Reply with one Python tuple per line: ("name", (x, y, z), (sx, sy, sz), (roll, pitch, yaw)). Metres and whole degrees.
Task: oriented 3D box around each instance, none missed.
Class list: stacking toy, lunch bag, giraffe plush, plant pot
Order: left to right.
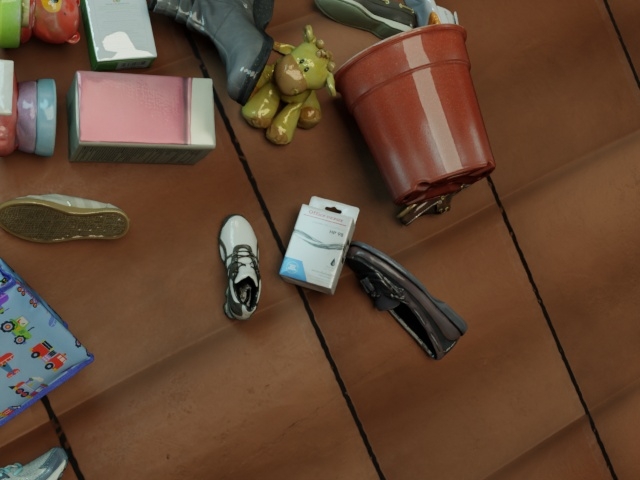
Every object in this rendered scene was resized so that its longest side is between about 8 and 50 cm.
("lunch bag", (-0.542, 0.193, 1.301), (0.293, 0.138, 0.221), (-43, 135, -14))
("stacking toy", (-0.447, -0.290, 1.358), (0.130, 0.279, 0.309), (2, 87, -21))
("giraffe plush", (-0.042, -0.300, 1.582), (0.181, 0.170, 0.210), (41, 70, -13))
("plant pot", (0.191, -0.221, 1.595), (0.272, 0.272, 0.265), (-16, 81, -24))

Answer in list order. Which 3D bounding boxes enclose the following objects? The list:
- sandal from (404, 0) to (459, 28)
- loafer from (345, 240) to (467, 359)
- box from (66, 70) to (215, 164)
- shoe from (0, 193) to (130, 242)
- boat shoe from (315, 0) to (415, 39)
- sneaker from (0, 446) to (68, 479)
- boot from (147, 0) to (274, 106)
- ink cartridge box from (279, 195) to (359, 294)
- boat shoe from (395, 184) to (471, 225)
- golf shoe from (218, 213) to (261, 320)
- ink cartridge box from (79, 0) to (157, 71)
("sandal", (0.245, -0.458, 1.760), (0.076, 0.102, 0.265), (-18, 89, -21))
("loafer", (0.158, 0.121, 1.653), (0.302, 0.109, 0.095), (38, 75, -17))
("box", (-0.313, -0.208, 1.469), (0.232, 0.148, 0.127), (-1, 84, -24))
("shoe", (-0.439, -0.038, 1.452), (0.219, 0.058, 0.077), (5, 112, -18))
("boat shoe", (0.092, -0.469, 1.712), (0.227, 0.081, 0.069), (17, 74, -27))
("sneaker", (-0.532, 0.401, 1.327), (0.283, 0.110, 0.122), (-34, 94, -23))
("boot", (-0.204, -0.376, 1.499), (0.222, 0.118, 0.338), (21, 33, -19))
("ink cartridge box", (0.000, 0.000, 1.601), (0.104, 0.060, 0.180), (15, 76, 11))
("boat shoe", (0.242, -0.090, 1.728), (0.207, 0.073, 0.073), (-40, 96, -22))
("golf shoe", (-0.137, 0.045, 1.543), (0.077, 0.094, 0.198), (-4, 84, -22))
("ink cartridge box", (-0.369, -0.414, 1.518), (0.109, 0.062, 0.209), (-10, 87, -23))
